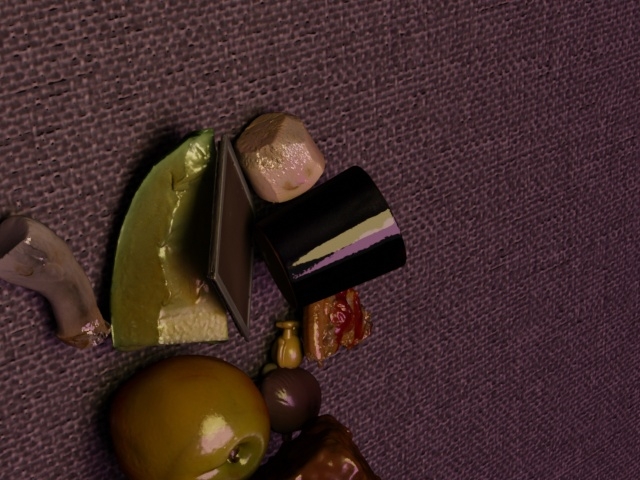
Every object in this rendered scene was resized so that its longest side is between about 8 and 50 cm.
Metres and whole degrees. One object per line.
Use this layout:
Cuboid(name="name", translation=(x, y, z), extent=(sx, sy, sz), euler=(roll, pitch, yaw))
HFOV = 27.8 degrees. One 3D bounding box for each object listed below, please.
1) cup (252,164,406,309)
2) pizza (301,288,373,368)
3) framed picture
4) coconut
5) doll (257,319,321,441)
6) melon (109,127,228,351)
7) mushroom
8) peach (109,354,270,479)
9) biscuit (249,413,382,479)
Cuboid(name="cup", translation=(0.009, 0.013, 1.928), extent=(0.177, 0.166, 0.239), euler=(-27, 166, -11))
Cuboid(name="pizza", translation=(0.040, 0.124, 2.101), extent=(0.199, 0.062, 0.188), euler=(26, 66, -57))
Cuboid(name="framed picture", translation=(-0.122, 0.002, 1.808), extent=(0.274, 0.017, 0.217), euler=(74, 18, -65))
Cuboid(name="coconut", translation=(-0.058, -0.116, 1.899), extent=(0.116, 0.116, 0.122), euler=(-50, 129, -18))
Cuboid(name="doll", translation=(-0.050, 0.224, 2.066), extent=(0.145, 0.096, 0.188), euler=(50, 44, -59))
Cuboid(name="melon", translation=(-0.193, -0.001, 1.808), extent=(0.196, 0.124, 0.323), euler=(-3, 101, -43))
Cuboid(name="mushroom", translation=(-0.351, 0.057, 1.706), extent=(0.223, 0.081, 0.092), euler=(58, 46, -43))
Cuboid(name="peach", translation=(-0.188, 0.270, 1.851), extent=(0.231, 0.231, 0.231), euler=(-18, 118, -39))
Cuboid(name="biscuit", translation=(-0.089, 0.435, 1.866), extent=(0.395, 0.342, 0.166), euler=(-38, 89, -1))
